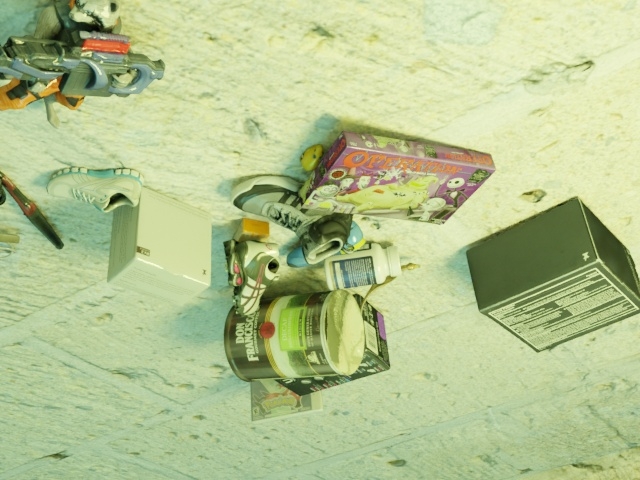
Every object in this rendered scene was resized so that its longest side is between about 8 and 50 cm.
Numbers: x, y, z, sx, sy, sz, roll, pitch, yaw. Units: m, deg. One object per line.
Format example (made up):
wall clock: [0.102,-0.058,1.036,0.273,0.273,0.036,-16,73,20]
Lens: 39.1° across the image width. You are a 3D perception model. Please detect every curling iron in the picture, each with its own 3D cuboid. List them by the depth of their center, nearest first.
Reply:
curling iron: [-0.608,-0.056,1.845,0.068,0.035,0.274,-45,147,-7]

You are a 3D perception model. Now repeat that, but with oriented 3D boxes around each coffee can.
coffee can: [-0.061,0.227,2.141,0.275,0.201,0.201,-9,148,28]

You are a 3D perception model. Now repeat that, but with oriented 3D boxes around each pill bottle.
pill bottle: [0.096,0.057,2.051,0.169,0.094,0.094,-8,146,6]

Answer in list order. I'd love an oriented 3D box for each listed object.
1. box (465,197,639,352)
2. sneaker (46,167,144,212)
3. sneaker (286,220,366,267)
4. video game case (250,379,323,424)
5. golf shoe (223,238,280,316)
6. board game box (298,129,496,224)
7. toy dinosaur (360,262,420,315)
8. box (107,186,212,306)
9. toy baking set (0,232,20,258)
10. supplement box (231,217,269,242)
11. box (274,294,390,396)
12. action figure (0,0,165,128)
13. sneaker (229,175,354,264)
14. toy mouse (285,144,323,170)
box: [0.543,0.087,2.070,0.296,0.182,0.294,-27,141,27]
sneaker: [-0.446,-0.094,1.775,0.191,0.083,0.071,-3,148,0]
sneaker: [0.000,0.000,1.996,0.209,0.069,0.082,-19,112,34]
video game case: [-0.095,0.396,2.449,0.201,0.183,0.023,-14,146,13]
golf shoe: [-0.145,0.090,2.006,0.120,0.105,0.273,-8,152,-4]
board game box: [0.153,-0.119,1.806,0.347,0.056,0.208,6,141,-27]
toy dinosaur: [0.142,0.091,2.099,0.183,0.092,0.053,-37,109,-6]
box: [-0.329,0.015,1.860,0.181,0.181,0.119,23,139,-34]
toy baking set: [-0.776,0.013,1.944,0.256,0.030,0.197,-28,142,31]
supplement box: [-0.156,-0.004,1.982,0.062,0.036,0.098,9,144,-19]
box: [0.021,0.269,2.292,0.270,0.165,0.143,-21,144,22]
action figure: [-0.440,-0.291,1.410,0.330,0.178,0.341,-35,160,30]
sneaker: [-0.051,-0.039,1.838,0.269,0.153,0.101,7,144,-17]
toy mouse: [0.033,-0.149,1.794,0.143,0.031,0.161,19,139,-31]
